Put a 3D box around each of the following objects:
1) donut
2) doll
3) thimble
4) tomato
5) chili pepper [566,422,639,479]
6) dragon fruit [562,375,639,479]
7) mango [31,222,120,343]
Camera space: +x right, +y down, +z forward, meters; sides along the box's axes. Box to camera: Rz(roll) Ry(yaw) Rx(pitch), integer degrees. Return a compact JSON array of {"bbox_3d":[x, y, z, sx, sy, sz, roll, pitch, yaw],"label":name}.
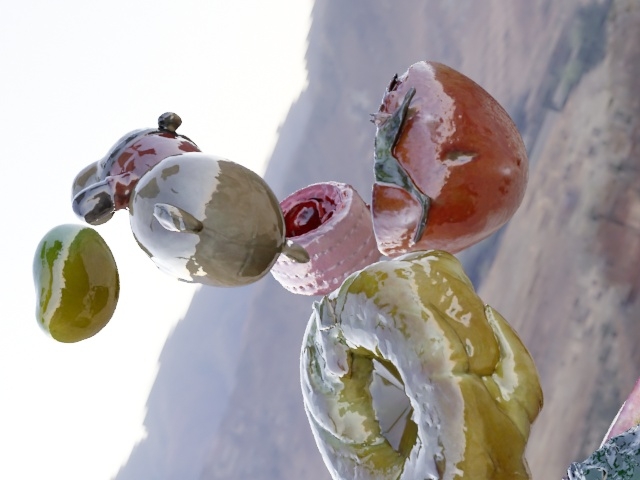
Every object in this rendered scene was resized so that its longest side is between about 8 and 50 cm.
[{"bbox_3d":[0.112,0.180,1.743,0.360,0.170,0.360,27,123,52],"label":"donut"},{"bbox_3d":[-0.163,-0.049,1.816,0.330,0.235,0.174,33,101,49],"label":"doll"},{"bbox_3d":[0.006,-0.004,2.368,0.190,0.125,0.163,-12,38,35],"label":"thimble"},{"bbox_3d":[0.201,-0.098,2.046,0.309,0.170,0.309,-15,-71,-54],"label":"tomato"},{"bbox_3d":[0.353,0.189,1.232,0.116,0.265,0.148,83,169,-52],"label":"chili pepper"},{"bbox_3d":[0.436,0.237,1.618,0.371,0.249,0.386,-38,-32,-50],"label":"dragon fruit"},{"bbox_3d":[-0.327,0.061,1.990,0.085,0.122,0.191,-30,49,33],"label":"mango"}]
